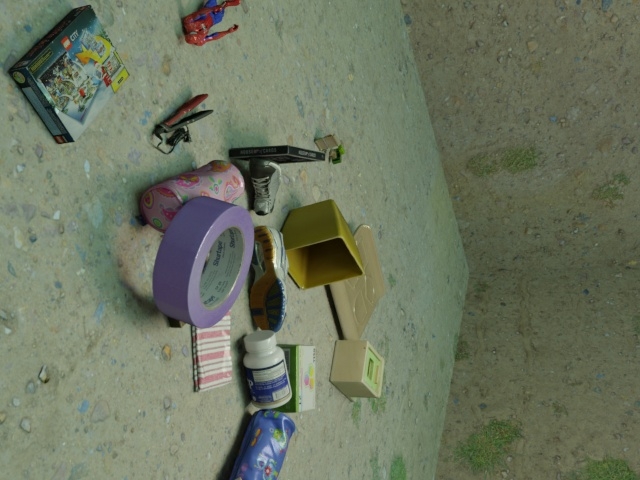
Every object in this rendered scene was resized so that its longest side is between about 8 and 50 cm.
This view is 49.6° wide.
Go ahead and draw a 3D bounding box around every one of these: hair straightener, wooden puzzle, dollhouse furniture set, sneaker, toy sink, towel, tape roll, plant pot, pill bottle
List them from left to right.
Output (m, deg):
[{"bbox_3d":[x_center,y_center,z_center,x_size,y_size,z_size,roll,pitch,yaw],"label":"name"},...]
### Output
[{"bbox_3d":[-0.317,-0.264,1.627,0.230,0.047,0.089,-59,138,-52],"label":"hair straightener"},{"bbox_3d":[-0.246,0.047,1.495,0.275,0.090,0.275,18,90,-73],"label":"tape roll"},{"bbox_3d":[-0.261,0.264,1.693,0.144,0.029,0.197,2,85,-65],"label":"towel"},{"bbox_3d":[-0.152,-0.137,1.890,0.229,0.086,0.132,61,38,-76],"label":"sneaker"},{"bbox_3d":[-0.145,0.340,1.840,0.112,0.111,0.187,-36,119,-62],"label":"pill bottle"},{"bbox_3d":[-0.126,0.106,1.922,0.131,0.111,0.297,-2,89,-66],"label":"sneaker"},{"bbox_3d":[0.000,0.000,2.127,0.212,0.212,0.187,57,24,-47],"label":"plant pot"},{"bbox_3d":[0.037,-0.334,2.411,0.152,0.076,0.059,53,27,-53],"label":"dollhouse furniture set"},{"bbox_3d":[0.119,0.153,2.514,0.348,0.080,0.322,-50,130,-51],"label":"wooden puzzle"},{"bbox_3d":[0.144,0.466,2.442,0.234,0.131,0.153,55,39,-50],"label":"toy sink"}]

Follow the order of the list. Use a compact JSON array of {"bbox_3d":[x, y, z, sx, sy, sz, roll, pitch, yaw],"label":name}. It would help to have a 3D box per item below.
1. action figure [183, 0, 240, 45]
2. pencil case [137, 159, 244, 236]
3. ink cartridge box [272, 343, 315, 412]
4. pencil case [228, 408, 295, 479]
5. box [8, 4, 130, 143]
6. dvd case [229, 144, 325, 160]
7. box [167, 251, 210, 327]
[{"bbox_3d":[-0.247,-0.572,1.733,0.092,0.138,0.280,65,34,-36],"label":"action figure"},{"bbox_3d":[-0.287,-0.100,1.576,0.284,0.124,0.124,-41,124,-60],"label":"pencil case"},{"bbox_3d":[-0.056,0.403,2.049,0.255,0.096,0.189,18,70,-63],"label":"ink cartridge box"},{"bbox_3d":[-0.165,0.568,1.753,0.133,0.119,0.306,61,34,-29],"label":"pencil case"},{"bbox_3d":[-0.464,-0.316,1.307,0.233,0.044,0.159,-70,146,-43],"label":"box"},{"bbox_3d":[-0.115,-0.236,1.913,0.238,0.179,0.030,-5,94,-66],"label":"dvd case"},{"bbox_3d":[-0.298,0.093,1.631,0.225,0.036,0.137,-47,129,-60],"label":"box"}]
